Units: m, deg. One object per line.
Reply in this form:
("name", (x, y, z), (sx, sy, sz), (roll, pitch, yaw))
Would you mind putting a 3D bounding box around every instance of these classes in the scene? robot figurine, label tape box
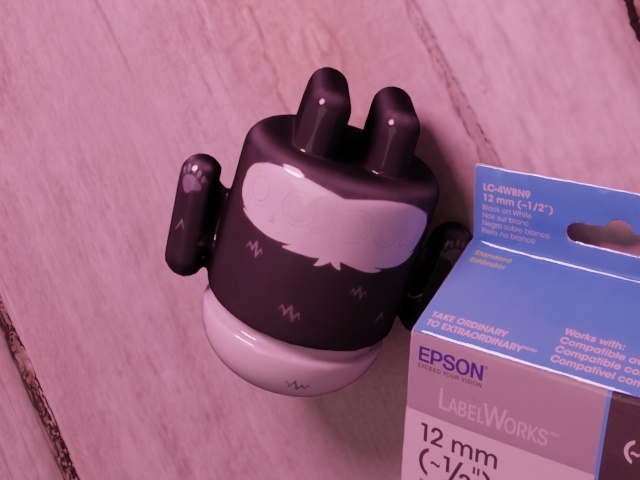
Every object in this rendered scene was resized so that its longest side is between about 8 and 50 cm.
("robot figurine", (-0.002, -0.001, 0.817), (0.209, 0.173, 0.278), (31, 116, 29))
("label tape box", (0.195, 0.137, 0.731), (0.249, 0.115, 0.347), (15, 116, 32))
